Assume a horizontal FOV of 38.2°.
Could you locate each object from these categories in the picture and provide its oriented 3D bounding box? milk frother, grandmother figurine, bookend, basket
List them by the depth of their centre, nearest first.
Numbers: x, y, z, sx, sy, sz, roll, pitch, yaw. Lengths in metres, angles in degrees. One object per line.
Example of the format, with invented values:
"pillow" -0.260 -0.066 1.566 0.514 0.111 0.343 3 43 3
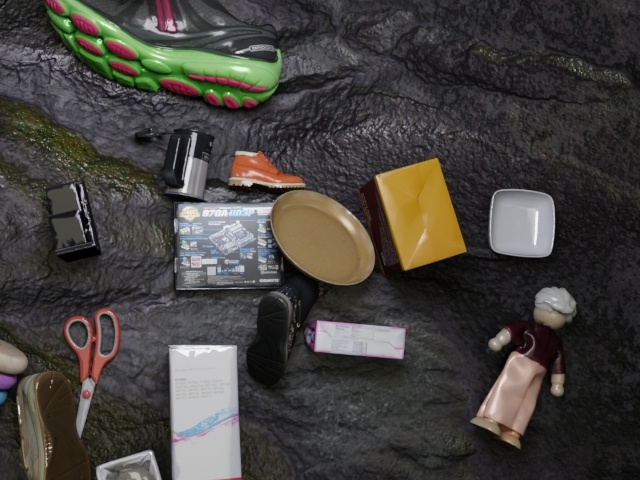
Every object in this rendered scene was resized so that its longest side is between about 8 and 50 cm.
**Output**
"basket" -0.349 0.486 1.748 0.113 0.103 0.167 -15 87 -10
"bookend" -0.476 -0.046 1.760 0.072 0.156 0.157 -14 85 -9
"milk frother" -0.299 -0.155 1.839 0.143 0.129 0.135 3 80 35
"grandmother figurine" 0.426 0.245 1.899 0.208 0.104 0.342 37 76 -31

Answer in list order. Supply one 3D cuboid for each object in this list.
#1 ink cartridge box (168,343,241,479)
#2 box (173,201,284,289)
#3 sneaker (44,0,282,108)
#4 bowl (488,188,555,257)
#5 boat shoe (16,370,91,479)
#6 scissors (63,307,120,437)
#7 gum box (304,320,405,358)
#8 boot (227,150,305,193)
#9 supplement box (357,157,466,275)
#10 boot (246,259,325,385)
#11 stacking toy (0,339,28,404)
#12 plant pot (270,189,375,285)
"ink cartridge box" -0.218 0.347 1.721 0.131 0.226 0.306 0 85 -9
"box" -0.184 0.012 1.850 0.220 0.051 0.175 -1 84 -9
"sneaker" -0.308 -0.413 1.838 0.482 0.185 0.202 17 64 -10
"bowl" 0.418 -0.034 1.945 0.142 0.053 0.142 5 83 -7
"boat shoe" -0.514 0.400 1.742 0.109 0.098 0.302 -5 82 -53
"scissors" -0.442 0.282 1.798 0.109 0.021 0.297 -2 84 -9
"gum box" 0.065 0.198 1.839 0.188 0.107 0.062 6 83 -8
"boot" -0.105 -0.140 1.878 0.158 0.059 0.085 8 78 -7
"supplement box" 0.176 -0.042 1.837 0.129 0.194 0.191 -16 87 -10
"boot" -0.061 0.160 1.823 0.085 0.236 0.178 25 39 16
"stacking toy" -0.678 0.339 1.714 0.141 0.141 0.330 27 88 -5
"plant pot" 0.000 0.000 1.830 0.236 0.032 0.236 20 42 -20
